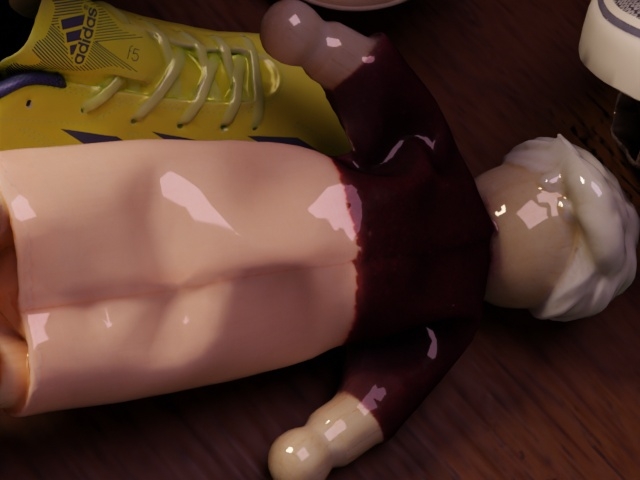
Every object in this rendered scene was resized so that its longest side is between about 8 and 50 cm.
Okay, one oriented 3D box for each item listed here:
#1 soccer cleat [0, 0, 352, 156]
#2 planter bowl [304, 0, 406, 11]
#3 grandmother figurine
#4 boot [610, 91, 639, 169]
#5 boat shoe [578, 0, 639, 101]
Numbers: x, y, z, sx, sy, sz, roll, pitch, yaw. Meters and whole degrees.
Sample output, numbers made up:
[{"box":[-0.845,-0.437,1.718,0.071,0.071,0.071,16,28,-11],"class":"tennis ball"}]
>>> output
[{"box":[-0.096,-0.067,0.638,0.289,0.121,0.093,-4,57,-22],"class":"soccer cleat"},{"box":[0.037,-0.212,0.782,0.162,0.162,0.109,39,26,10],"class":"planter bowl"},{"box":[0.000,0.000,0.629,0.342,0.207,0.104,-3,12,-29],"class":"grandmother figurine"},{"box":[0.252,-0.009,0.704,0.207,0.090,0.248,14,21,-3],"class":"boot"},{"box":[0.234,-0.174,0.744,0.127,0.158,0.340,21,28,16],"class":"boat shoe"}]
